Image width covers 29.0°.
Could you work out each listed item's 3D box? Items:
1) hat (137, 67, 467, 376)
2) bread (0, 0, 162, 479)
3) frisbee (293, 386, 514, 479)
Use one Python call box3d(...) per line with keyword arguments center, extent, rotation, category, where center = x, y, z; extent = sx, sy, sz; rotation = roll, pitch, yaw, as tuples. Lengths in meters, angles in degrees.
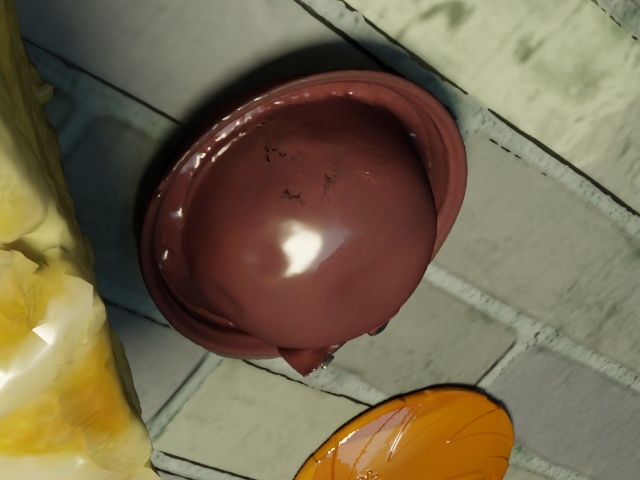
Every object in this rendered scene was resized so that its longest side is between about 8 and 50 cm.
box3d(center=(0.000, 0.000, 0.676), extent=(0.205, 0.089, 0.205), rotation=(-17, 134, -18), category="hat")
box3d(center=(-0.253, 0.060, 0.452), extent=(0.390, 0.279, 0.371), rotation=(-21, 136, -16), category="bread")
box3d(center=(0.063, 0.187, 0.910), extent=(0.192, 0.035, 0.192), rotation=(-15, 132, -18), category="frisbee")
